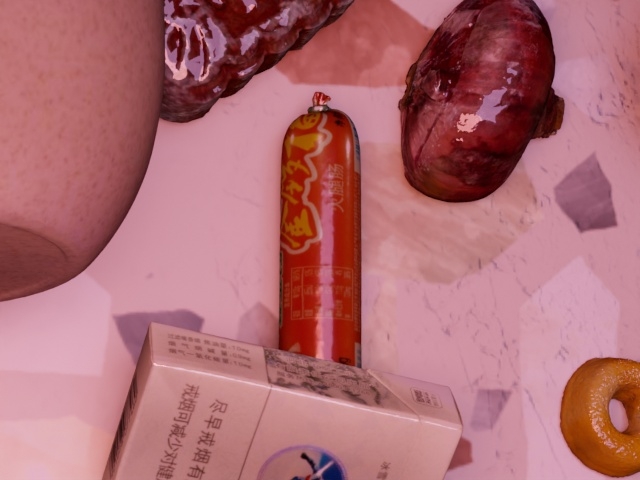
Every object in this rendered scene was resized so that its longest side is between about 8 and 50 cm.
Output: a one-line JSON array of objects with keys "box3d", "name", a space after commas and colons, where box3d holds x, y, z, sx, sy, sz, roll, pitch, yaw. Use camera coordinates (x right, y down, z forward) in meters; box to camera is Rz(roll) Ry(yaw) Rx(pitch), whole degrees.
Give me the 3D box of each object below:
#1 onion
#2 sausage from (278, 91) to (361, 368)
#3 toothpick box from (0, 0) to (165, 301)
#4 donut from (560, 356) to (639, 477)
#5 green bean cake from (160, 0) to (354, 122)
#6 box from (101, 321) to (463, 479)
[{"box3d": [0.156, -0.131, 1.530, 0.151, 0.098, 0.206, 15, 75, -12], "name": "onion"}, {"box3d": [0.000, 0.000, 1.472, 0.083, 0.083, 0.264, 4, 76, -16], "name": "sausage"}, {"box3d": [-0.304, -0.185, 1.241, 0.409, 0.409, 0.425, 1, 74, -17], "name": "toothpick box"}, {"box3d": [0.263, 0.154, 1.536, 0.097, 0.043, 0.108, 3, 74, -17], "name": "donut"}, {"box3d": [-0.091, -0.230, 1.475, 0.233, 0.097, 0.198, -33, 90, -19], "name": "green bean cake"}, {"box3d": [-0.034, 0.174, 1.385, 0.256, 0.069, 0.164, 14, 113, -14], "name": "box"}]
